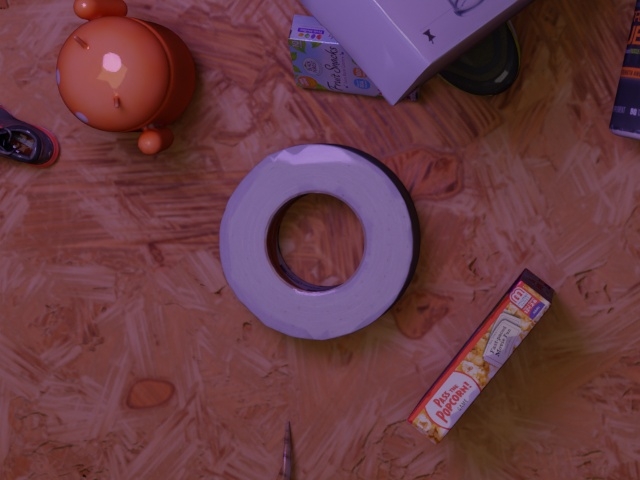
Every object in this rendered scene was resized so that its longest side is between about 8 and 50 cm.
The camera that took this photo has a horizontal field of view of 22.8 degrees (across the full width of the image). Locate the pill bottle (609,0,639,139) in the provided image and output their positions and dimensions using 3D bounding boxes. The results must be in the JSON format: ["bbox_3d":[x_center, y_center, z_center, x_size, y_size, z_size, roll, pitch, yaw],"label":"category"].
[{"bbox_3d":[0.391,-0.219,1.668,0.130,0.130,0.245,12,95,9],"label":"pill bottle"}]

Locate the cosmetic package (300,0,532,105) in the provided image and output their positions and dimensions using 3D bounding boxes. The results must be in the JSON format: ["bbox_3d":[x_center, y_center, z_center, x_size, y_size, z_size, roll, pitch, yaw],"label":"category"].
[{"bbox_3d":[0.118,-0.348,1.615,0.377,0.097,0.284,-39,88,-32],"label":"cosmetic package"}]

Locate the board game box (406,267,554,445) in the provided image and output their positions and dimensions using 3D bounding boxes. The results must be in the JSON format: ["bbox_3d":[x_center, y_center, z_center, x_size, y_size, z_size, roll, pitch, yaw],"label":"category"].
[{"bbox_3d":[0.176,0.123,1.718,0.045,0.147,0.193,38,98,5],"label":"board game box"}]

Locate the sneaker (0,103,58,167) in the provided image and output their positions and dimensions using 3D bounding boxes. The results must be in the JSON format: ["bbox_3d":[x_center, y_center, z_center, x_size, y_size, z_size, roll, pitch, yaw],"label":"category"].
[{"bbox_3d":[-0.383,-0.130,1.841,0.158,0.065,0.061,17,96,8],"label":"sneaker"}]

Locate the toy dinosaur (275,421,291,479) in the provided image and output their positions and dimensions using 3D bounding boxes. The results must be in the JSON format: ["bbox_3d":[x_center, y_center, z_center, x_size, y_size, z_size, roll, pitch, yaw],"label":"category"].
[{"bbox_3d":[-0.071,0.325,1.816,0.112,0.064,0.211,43,99,6],"label":"toy dinosaur"}]

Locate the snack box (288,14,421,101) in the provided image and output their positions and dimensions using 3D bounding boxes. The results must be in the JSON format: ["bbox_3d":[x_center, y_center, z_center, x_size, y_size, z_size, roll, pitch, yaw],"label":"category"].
[{"bbox_3d":[0.040,-0.200,1.744,0.141,0.100,0.037,9,64,9],"label":"snack box"}]

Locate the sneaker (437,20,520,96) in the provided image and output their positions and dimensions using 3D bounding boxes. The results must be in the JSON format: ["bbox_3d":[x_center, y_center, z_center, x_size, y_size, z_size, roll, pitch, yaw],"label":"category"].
[{"bbox_3d":[0.110,-0.282,1.716,0.111,0.121,0.300,-36,86,11],"label":"sneaker"}]

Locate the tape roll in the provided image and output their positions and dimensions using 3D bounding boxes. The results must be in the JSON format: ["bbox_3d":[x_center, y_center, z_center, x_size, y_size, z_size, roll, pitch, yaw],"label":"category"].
[{"bbox_3d":[0.000,0.000,1.779,0.219,0.072,0.219,0,93,9],"label":"tape roll"}]

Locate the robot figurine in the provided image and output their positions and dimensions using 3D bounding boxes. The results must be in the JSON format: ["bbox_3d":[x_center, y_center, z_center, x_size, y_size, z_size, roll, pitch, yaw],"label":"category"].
[{"bbox_3d":[-0.212,-0.182,1.730,0.128,0.219,0.158,13,96,9],"label":"robot figurine"}]
